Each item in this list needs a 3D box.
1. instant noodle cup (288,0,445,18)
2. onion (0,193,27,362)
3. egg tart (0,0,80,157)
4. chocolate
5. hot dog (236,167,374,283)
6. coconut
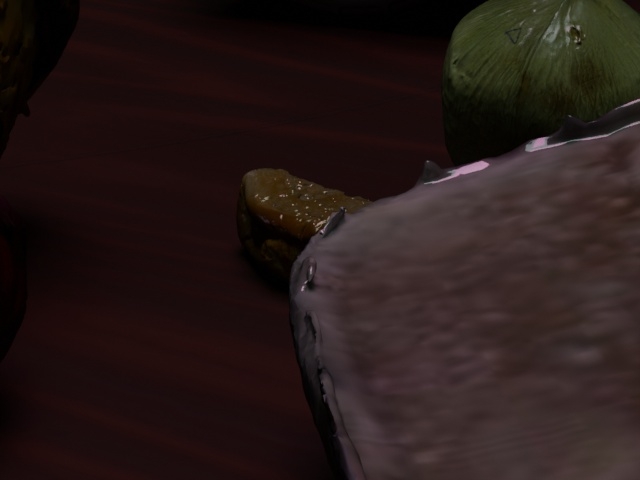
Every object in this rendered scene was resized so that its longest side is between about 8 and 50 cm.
[{"bbox_3d":[0.035,-0.235,0.930,0.258,0.302,0.181,42,38,-9],"label":"instant noodle cup"},{"bbox_3d":[-0.132,0.010,0.468,0.107,0.097,0.107,10,-15,3],"label":"onion"},{"bbox_3d":[-0.166,-0.052,0.544,0.212,0.212,0.090,-13,65,-32],"label":"egg tart"},{"bbox_3d":[0.097,0.053,0.352,0.185,0.100,0.303,-11,20,-3],"label":"chocolate"},{"bbox_3d":[0.000,0.000,0.575,0.090,0.030,0.034,19,29,39],"label":"hot dog"},{"bbox_3d":[0.089,-0.058,0.646,0.088,0.096,0.088,2,38,-2],"label":"coconut"}]
